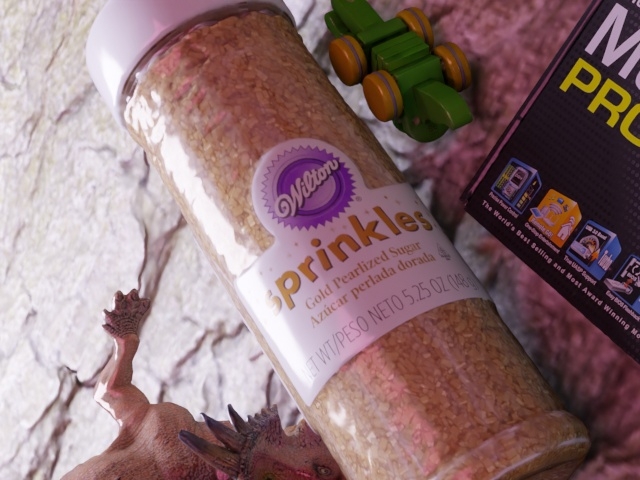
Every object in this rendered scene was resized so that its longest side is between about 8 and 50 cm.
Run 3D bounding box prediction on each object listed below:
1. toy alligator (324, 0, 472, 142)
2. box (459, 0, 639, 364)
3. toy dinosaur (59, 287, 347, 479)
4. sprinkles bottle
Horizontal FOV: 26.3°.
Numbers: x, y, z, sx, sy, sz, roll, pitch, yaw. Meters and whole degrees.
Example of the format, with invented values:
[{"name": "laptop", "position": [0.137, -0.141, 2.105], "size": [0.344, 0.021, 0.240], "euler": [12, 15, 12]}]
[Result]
[{"name": "toy alligator", "position": [0.032, -0.109, 0.801], "size": [0.190, 0.056, 0.051], "euler": [51, 158, 39]}, {"name": "box", "position": [0.220, -0.025, 0.628], "size": [0.270, 0.060, 0.216], "euler": [45, 111, 33]}, {"name": "toy dinosaur", "position": [-0.111, 0.164, 0.775], "size": [0.295, 0.127, 0.200], "euler": [-42, 33, -2]}, {"name": "sprinkles bottle", "position": [0.000, 0.000, 0.746], "size": [0.121, 0.121, 0.355], "euler": [-46, 63, 24]}]
